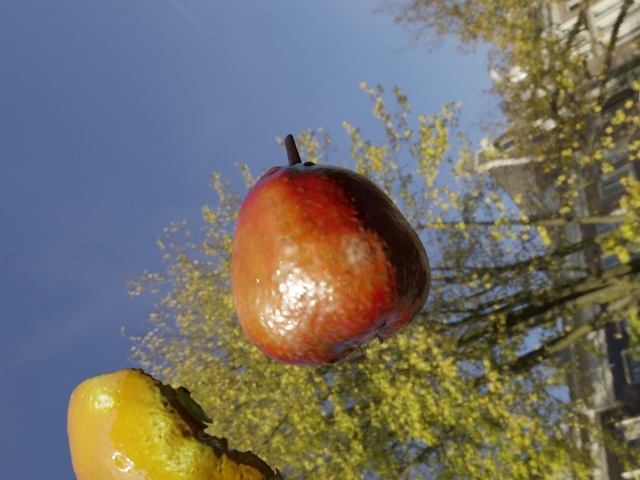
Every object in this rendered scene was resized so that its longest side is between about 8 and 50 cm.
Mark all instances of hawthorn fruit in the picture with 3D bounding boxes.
[{"bbox_3d":[0.000,0.000,0.983,0.285,0.285,0.369,14,-125,-48],"label":"hawthorn fruit"}]

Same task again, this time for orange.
[{"bbox_3d":[-0.217,0.316,0.959,0.334,0.262,0.196,47,-137,-12],"label":"orange"}]
